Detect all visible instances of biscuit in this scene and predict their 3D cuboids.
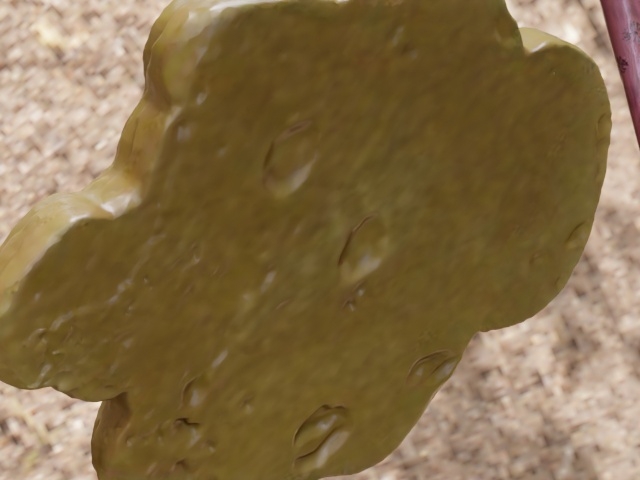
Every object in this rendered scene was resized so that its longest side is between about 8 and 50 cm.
[{"bbox_3d":[-0.003,-0.002,0.858,0.376,0.051,0.269,-13,121,-40],"label":"biscuit"}]

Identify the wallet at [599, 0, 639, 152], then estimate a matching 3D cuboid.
[{"bbox_3d":[0.231,-0.072,1.113,0.119,0.025,0.232,-10,85,-44],"label":"wallet"}]
